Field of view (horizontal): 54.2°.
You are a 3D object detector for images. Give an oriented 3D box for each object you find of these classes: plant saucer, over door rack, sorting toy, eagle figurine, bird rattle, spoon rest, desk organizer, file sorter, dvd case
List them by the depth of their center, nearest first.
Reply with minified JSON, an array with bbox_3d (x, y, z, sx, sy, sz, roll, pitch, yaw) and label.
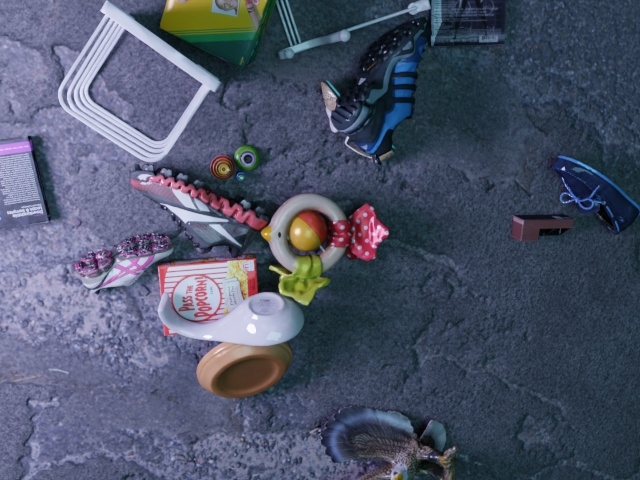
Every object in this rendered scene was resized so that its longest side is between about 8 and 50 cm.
[{"bbox_3d":[-0.298,-0.255,1.043,0.193,0.278,0.173,33,96,-18],"label":"file sorter"},{"bbox_3d":[0.042,-0.498,1.146,0.324,0.108,0.240,-22,111,-8],"label":"over door rack"},{"bbox_3d":[-0.169,0.151,1.215,0.276,0.137,0.084,3,126,0],"label":"spoon rest"},{"bbox_3d":[-0.163,-0.146,1.223,0.102,0.042,0.061,-23,108,-7],"label":"sorting toy"},{"bbox_3d":[0.000,0.000,1.241,0.253,0.143,0.207,-40,113,-1],"label":"bird rattle"},{"bbox_3d":[0.296,-0.506,1.257,0.164,0.018,0.221,-5,105,-11],"label":"dvd case"},{"bbox_3d":[-0.150,0.264,1.276,0.200,0.037,0.200,-13,138,-12],"label":"plant saucer"},{"bbox_3d":[0.157,0.500,1.406,0.298,0.225,0.226,0,61,16],"label":"eagle figurine"},{"bbox_3d":[0.499,-0.029,1.407,0.130,0.047,0.050,-2,106,-13],"label":"desk organizer"}]

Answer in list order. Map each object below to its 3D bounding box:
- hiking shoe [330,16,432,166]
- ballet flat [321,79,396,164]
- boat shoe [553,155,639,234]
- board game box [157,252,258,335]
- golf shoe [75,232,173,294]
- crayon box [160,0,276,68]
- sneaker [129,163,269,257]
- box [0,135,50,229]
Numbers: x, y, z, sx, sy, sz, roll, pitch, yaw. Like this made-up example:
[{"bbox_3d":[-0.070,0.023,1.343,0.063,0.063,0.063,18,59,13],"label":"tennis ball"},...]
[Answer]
[{"bbox_3d":[0.134,-0.296,1.207,0.132,0.113,0.304,44,69,-31],"label":"hiking shoe"},{"bbox_3d":[0.062,-0.226,1.246,0.206,0.073,0.067,42,106,-15],"label":"ballet flat"},{"bbox_3d":[0.610,-0.093,1.387,0.258,0.109,0.089,31,98,-16],"label":"boat shoe"},{"bbox_3d":[-0.225,0.108,1.269,0.193,0.045,0.147,-5,104,-12],"label":"board game box"},{"bbox_3d":[-0.371,0.044,1.216,0.186,0.067,0.086,-19,131,-6],"label":"golf shoe"},{"bbox_3d":[-0.149,-0.460,1.066,0.165,0.081,0.278,25,117,-2],"label":"crayon box"},{"bbox_3d":[-0.243,-0.051,1.198,0.276,0.097,0.135,24,95,-19],"label":"sneaker"},{"bbox_3d":[-0.573,-0.103,1.145,0.116,0.029,0.162,-10,104,-10],"label":"box"}]
